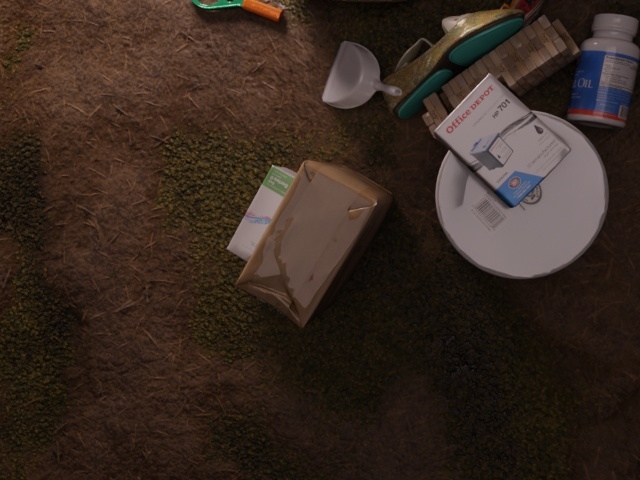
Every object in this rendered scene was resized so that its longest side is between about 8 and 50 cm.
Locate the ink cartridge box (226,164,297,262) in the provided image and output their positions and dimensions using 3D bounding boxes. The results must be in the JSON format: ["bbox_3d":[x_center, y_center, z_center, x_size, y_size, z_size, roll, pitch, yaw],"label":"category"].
[{"bbox_3d":[-0.104,-0.052,1.915,0.093,0.154,0.212,29,97,7],"label":"ink cartridge box"}]

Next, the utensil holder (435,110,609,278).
[{"bbox_3d":[0.387,-0.090,1.713,0.327,0.385,0.327,0,92,9],"label":"utensil holder"}]

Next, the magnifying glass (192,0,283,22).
[{"bbox_3d":[-0.195,-0.549,1.974,0.231,0.026,0.092,23,96,10],"label":"magnifying glass"}]

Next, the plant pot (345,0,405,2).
[{"bbox_3d":[0.073,-0.610,1.831,0.274,0.256,0.256,16,96,-8],"label":"plant pot"}]

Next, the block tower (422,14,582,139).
[{"bbox_3d":[0.369,-0.334,1.811,0.335,0.097,0.091,-34,71,21],"label":"block tower"}]

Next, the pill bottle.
[{"bbox_3d":[0.590,-0.348,1.797,0.124,0.124,0.221,11,94,9],"label":"pill bottle"}]

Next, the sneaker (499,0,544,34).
[{"bbox_3d":[0.409,-0.464,1.843,0.088,0.093,0.225,49,117,18],"label":"sneaker"}]

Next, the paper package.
[{"bbox_3d":[0.000,0.000,1.816,0.168,0.325,0.309,30,98,7],"label":"paper package"}]

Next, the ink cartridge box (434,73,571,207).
[{"bbox_3d":[0.309,-0.169,1.487,0.190,0.082,0.139,44,98,4],"label":"ink cartridge box"}]

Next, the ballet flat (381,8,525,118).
[{"bbox_3d":[0.263,-0.398,1.823,0.348,0.123,0.123,-38,86,30],"label":"ballet flat"}]

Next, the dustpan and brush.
[{"bbox_3d":[0.098,-0.344,1.880,0.060,0.211,0.147,14,101,-34],"label":"dustpan and brush"}]
